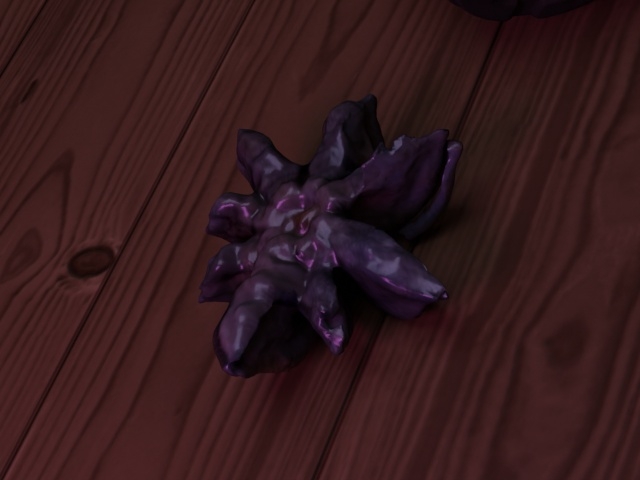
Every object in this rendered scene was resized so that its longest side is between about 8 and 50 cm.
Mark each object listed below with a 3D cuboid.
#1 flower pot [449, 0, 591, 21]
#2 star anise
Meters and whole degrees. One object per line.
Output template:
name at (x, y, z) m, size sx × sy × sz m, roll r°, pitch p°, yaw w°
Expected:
flower pot at (0.148, -0.248, 1.001) m, size 0.235 × 0.235 × 0.141 m, roll -17°, pitch 69°, yaw 17°
star anise at (0.000, 0.000, 0.945) m, size 0.229 × 0.093 × 0.236 m, roll 18°, pitch 63°, yaw 39°
